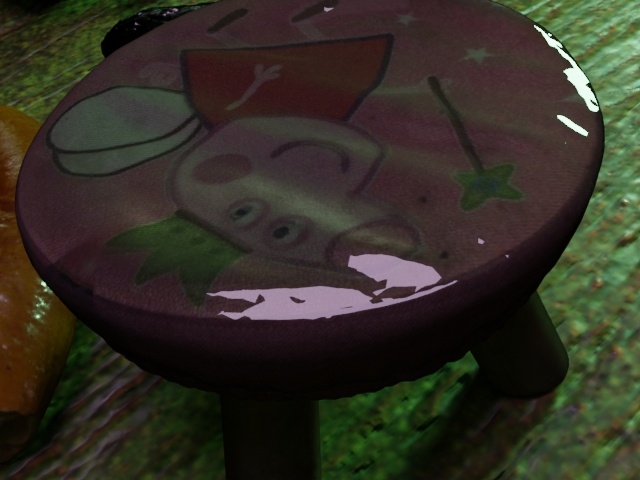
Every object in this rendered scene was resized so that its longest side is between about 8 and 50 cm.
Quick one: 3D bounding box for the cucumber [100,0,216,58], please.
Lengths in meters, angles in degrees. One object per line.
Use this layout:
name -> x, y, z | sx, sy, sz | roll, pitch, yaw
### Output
cucumber -> -0.036, -0.160, 0.712 | 0.304, 0.072, 0.081 | 7, 47, 18

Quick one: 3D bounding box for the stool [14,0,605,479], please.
stool -> 0.000, 0.000, 0.463 | 0.272, 0.178, 0.272 | -5, 44, 5

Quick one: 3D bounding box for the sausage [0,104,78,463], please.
sausage -> -0.200, 0.010, 0.564 | 0.103, 0.076, 0.302 | -11, 44, -2
